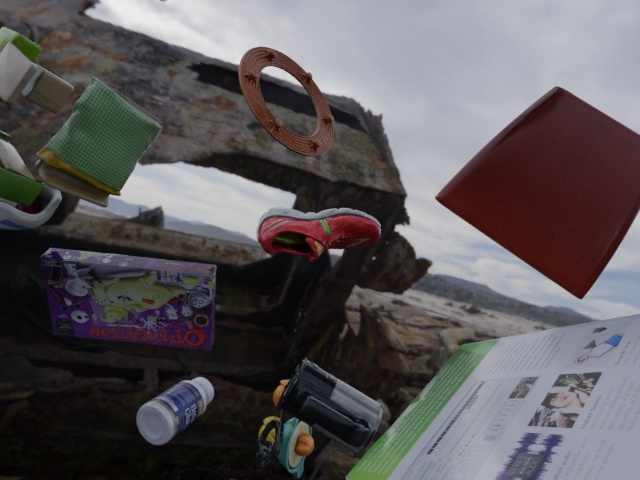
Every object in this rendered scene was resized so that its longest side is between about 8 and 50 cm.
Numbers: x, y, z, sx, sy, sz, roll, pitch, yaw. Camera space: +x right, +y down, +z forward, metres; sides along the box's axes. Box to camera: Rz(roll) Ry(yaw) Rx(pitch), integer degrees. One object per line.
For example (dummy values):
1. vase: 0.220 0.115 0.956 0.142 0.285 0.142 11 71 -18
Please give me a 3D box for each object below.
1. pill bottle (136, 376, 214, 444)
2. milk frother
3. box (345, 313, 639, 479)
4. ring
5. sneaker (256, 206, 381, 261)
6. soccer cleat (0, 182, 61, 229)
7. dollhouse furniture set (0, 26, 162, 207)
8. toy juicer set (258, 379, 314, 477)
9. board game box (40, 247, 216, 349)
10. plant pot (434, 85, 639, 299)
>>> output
1. pill bottle: -0.317 0.374 1.019 0.094 0.094 0.169 15 13 20
2. milk frother: -0.005 0.269 0.645 0.135 0.143 0.129 31 13 1
3. box: 0.187 0.159 0.392 0.058 0.232 0.322 56 -32 -1
4. ring: -0.076 -0.385 1.236 0.032 0.336 0.337 -27 -33 38
5. sneaker: 0.000 0.000 0.998 0.280 0.107 0.118 -1 38 -7
6. soccer cleat: -0.636 -0.072 0.807 0.143 0.115 0.331 -25 -5 29
7. dollhouse furniture set: -0.382 -0.152 0.727 0.151 0.197 0.302 41 5 29
8. toy juicer set: -0.073 0.486 1.074 0.090 0.328 0.209 7 -12 24
9. board game box: -0.405 0.131 0.984 0.348 0.208 0.056 6 33 -4
10. plant pot: 0.390 -0.105 0.768 0.267 0.235 0.267 37 22 10
